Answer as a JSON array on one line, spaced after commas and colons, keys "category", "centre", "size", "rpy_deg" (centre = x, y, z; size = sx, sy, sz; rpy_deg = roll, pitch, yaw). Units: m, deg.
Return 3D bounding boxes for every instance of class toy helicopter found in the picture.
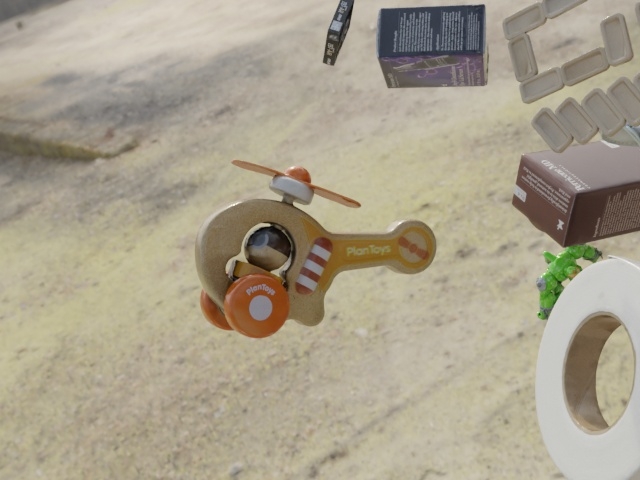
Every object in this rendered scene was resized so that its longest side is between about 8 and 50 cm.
[{"category": "toy helicopter", "centre": [0.000, 0.000, 1.168], "size": [0.355, 0.235, 0.140], "rpy_deg": [-4, 1, -24]}]

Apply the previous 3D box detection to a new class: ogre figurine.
[{"category": "ogre figurine", "centre": [0.530, 0.075, 1.831], "size": [0.197, 0.118, 0.097], "rpy_deg": [-34, 45, 9]}]

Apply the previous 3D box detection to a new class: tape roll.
[{"category": "tape roll", "centre": [0.491, 0.223, 1.413], "size": [0.072, 0.392, 0.392], "rpy_deg": [11, 16, -14]}]

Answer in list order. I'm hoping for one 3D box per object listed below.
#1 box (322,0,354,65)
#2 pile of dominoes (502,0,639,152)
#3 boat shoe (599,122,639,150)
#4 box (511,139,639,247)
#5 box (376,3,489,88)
[{"category": "box", "centre": [0.026, -0.299, 1.188], "size": [0.018, 0.067, 0.083], "rpy_deg": [17, 59, 4]}, {"category": "pile of dominoes", "centre": [0.344, -0.218, 0.975], "size": [0.040, 0.196, 0.251], "rpy_deg": [2, -17, -45]}, {"category": "boat shoe", "centre": [0.565, -0.164, 1.283], "size": [0.320, 0.118, 0.103], "rpy_deg": [10, 75, 44]}, {"category": "box", "centre": [0.627, -0.117, 1.807], "size": [0.381, 0.143, 0.191], "rpy_deg": [-13, 36, -20]}, {"category": "box", "centre": [0.222, -0.377, 1.651], "size": [0.207, 0.108, 0.153], "rpy_deg": [0, -13, 14]}]
